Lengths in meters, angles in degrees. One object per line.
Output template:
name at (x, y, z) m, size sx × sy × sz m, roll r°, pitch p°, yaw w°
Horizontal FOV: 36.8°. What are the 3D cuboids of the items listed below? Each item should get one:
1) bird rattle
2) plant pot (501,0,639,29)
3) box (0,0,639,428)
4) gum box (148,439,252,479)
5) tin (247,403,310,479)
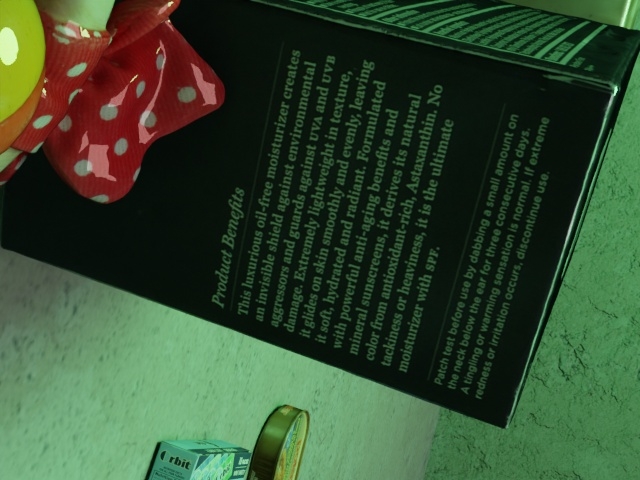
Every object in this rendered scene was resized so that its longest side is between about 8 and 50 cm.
bird rattle at (-0.120, -0.081, 0.330) m, size 0.207 × 0.143 × 0.253 m, roll -47°, pitch 180°, yaw -35°
plant pot at (0.134, -0.225, 0.848) m, size 0.323 × 0.280 × 0.323 m, roll 16°, pitch 90°, yaw -73°
box at (0.020, -0.066, 0.589) m, size 0.296 × 0.294 × 0.182 m, roll -37°, pitch 143°, yaw -64°
gum box at (-0.131, 0.277, 0.882) m, size 0.157 × 0.041 × 0.184 m, roll 40°, pitch 68°, yaw -73°
tin at (-0.056, 0.288, 1.156) m, size 0.106 × 0.040 × 0.189 m, roll -14°, pitch 119°, yaw -67°
